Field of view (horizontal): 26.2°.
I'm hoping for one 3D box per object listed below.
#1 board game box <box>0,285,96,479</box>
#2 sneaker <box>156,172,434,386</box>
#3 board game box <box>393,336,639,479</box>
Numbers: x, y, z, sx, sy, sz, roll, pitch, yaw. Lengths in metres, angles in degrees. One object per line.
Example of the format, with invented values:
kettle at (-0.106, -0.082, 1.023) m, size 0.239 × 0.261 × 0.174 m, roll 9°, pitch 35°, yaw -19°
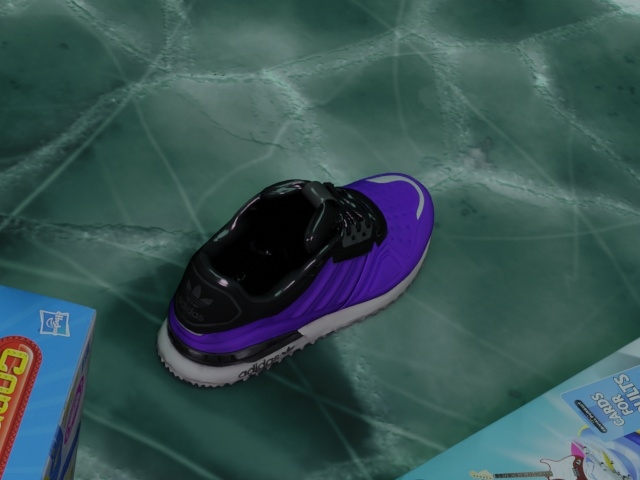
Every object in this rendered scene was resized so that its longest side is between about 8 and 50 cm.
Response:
board game box at (-0.209, 0.232, 0.739) m, size 0.086 × 0.308 × 0.302 m, roll 13°, pitch 46°, yaw -4°
sneaker at (0.000, 0.001, 1.120) m, size 0.102 × 0.146 × 0.293 m, roll 40°, pitch 51°, yaw 23°
board game box at (0.213, 0.233, 1.000) m, size 0.336 × 0.079 × 0.254 m, roll -24°, pitch 57°, yaw -32°
